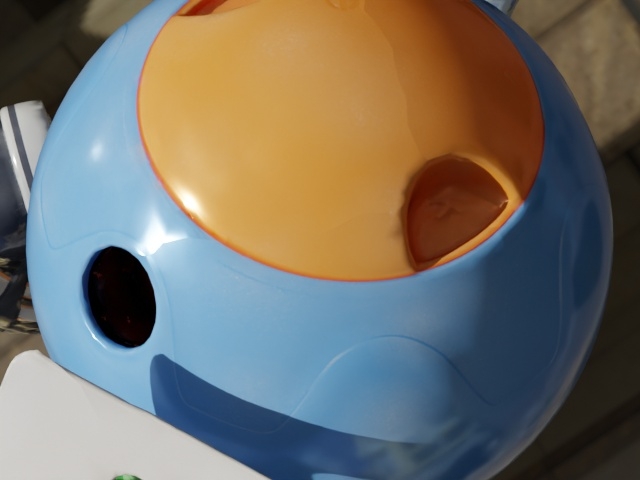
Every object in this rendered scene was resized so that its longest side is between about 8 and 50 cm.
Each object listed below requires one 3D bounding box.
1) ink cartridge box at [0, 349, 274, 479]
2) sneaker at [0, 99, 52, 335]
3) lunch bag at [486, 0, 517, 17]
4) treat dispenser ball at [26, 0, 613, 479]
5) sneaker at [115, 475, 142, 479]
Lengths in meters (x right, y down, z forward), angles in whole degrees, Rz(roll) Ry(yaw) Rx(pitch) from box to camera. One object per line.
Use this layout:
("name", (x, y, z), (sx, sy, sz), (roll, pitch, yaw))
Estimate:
("ink cartridge box", (-0.128, 0.245, 0.712), (0.207, 0.353, 0.119), (27, -170, 9))
("sneaker", (-0.228, -0.003, 1.212), (0.321, 0.128, 0.126), (99, 153, -72))
("lunch bag", (0.093, -0.231, 1.429), (0.151, 0.096, 0.129), (27, 160, 4))
("treat dispenser ball", (0.000, 0.000, 0.890), (0.288, 0.288, 0.288), (51, -169, -14))
("sneaker", (-0.135, 0.244, 1.539), (0.109, 0.124, 0.295), (-9, -97, -67))
